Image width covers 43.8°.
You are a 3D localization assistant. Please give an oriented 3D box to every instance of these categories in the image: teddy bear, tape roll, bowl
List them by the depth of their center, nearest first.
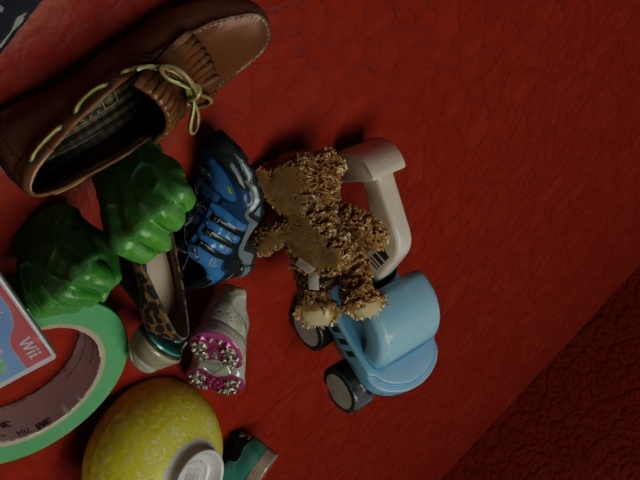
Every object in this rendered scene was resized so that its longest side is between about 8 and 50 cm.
[{"bbox_3d":[-0.446,0.193,1.185,0.321,0.077,0.321,-29,143,-25],"label":"tape roll"},{"bbox_3d":[0.000,0.000,1.372,0.245,0.338,0.113,-28,-167,29],"label":"teddy bear"},{"bbox_3d":[-0.270,0.409,1.451,0.289,0.156,0.290,-18,113,-47],"label":"bowl"}]

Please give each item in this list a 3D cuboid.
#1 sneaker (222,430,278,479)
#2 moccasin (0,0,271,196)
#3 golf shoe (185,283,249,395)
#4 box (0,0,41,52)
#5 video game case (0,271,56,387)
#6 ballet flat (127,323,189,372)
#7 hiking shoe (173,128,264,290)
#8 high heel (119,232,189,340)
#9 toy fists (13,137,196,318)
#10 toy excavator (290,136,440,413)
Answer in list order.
[{"bbox_3d":[-0.227,0.568,1.807,0.302,0.121,0.108,-54,170,2],"label":"sneaker"},{"bbox_3d":[-0.215,-0.180,0.984,0.380,0.147,0.139,-32,145,-23],"label":"moccasin"},{"bbox_3d":[-0.176,0.188,1.460,0.306,0.115,0.140,113,-8,-59],"label":"golf shoe"},{"bbox_3d":[-0.443,-0.269,0.484,0.472,0.297,0.480,-49,147,6],"label":"box"},{"bbox_3d":[-0.505,0.148,0.992,0.285,0.025,0.204,-29,133,-13],"label":"video game case"},{"bbox_3d":[-0.266,0.176,1.289,0.086,0.086,0.248,-48,178,1],"label":"ballet flat"},{"bbox_3d":[-0.167,-0.029,1.233,0.132,0.113,0.304,-28,143,-28],"label":"hiking shoe"},{"bbox_3d":[-0.223,0.011,1.142,0.093,0.186,0.261,-16,136,-39],"label":"high heel"},{"bbox_3d":[-0.283,-0.005,1.046,0.279,0.142,0.096,-36,141,9],"label":"toy fists"},{"bbox_3d":[0.113,0.072,1.534,0.222,0.433,0.445,-25,169,-31],"label":"toy excavator"}]
